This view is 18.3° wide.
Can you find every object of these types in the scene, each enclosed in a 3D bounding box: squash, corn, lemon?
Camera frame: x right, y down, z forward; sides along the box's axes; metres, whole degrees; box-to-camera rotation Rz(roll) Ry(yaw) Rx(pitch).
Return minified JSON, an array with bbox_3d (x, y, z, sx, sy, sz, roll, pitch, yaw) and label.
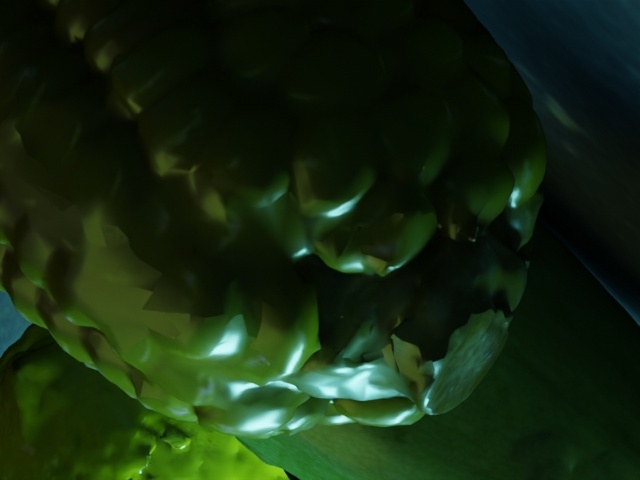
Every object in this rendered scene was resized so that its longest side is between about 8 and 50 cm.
[{"bbox_3d":[-0.006,0.005,0.583,0.370,0.118,0.118,42,174,7],"label":"squash"},{"bbox_3d":[-0.086,-0.084,0.473,0.363,0.120,0.120,41,174,29],"label":"corn"},{"bbox_3d":[-0.062,0.168,1.235,0.336,0.336,0.336,44,174,5],"label":"lemon"}]

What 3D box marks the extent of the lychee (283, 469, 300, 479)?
[{"bbox_3d":[0.041,0.062,0.678,0.146,0.114,0.114,64,170,-11],"label":"lychee"}]
